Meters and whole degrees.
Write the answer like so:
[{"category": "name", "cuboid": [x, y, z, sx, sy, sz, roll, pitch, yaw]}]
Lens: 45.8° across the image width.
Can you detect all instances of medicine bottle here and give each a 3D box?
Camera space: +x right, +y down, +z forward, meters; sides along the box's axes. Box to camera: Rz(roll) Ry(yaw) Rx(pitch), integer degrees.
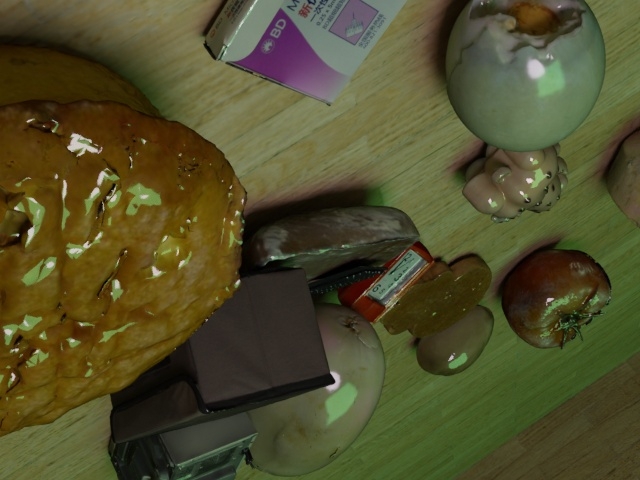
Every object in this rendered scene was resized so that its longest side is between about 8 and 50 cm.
[{"category": "medicine bottle", "cuboid": [0.002, -0.240, 0.734, 0.171, 0.052, 0.201, 12, 124, -50]}]

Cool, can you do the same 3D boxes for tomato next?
[{"category": "tomato", "cuboid": [0.460, 0.118, 1.547, 0.155, 0.181, 0.214, 4, 128, -40]}]

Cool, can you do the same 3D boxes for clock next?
[{"category": "clock", "cuboid": [0.104, 0.054, 1.225, 0.155, 0.061, 0.113, -44, 148, 8]}]

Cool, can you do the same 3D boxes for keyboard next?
[{"category": "keyboard", "cuboid": [0.000, 0.068, 1.092, 0.196, 0.015, 0.074, -21, 169, 33]}]

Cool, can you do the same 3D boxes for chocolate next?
[{"category": "chocolate", "cuboid": [0.000, -0.002, 1.012, 0.253, 0.080, 0.157, -10, 165, -26]}]

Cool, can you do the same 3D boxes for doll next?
[{"category": "doll", "cuboid": [0.317, -0.091, 1.195, 0.154, 0.119, 0.278, -42, 158, 12]}]

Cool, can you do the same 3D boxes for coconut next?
[{"category": "coconut", "cuboid": [0.641, -0.096, 1.389, 0.197, 0.237, 0.237, -16, 144, -21]}]

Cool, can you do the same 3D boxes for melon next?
[{"category": "melon", "cuboid": [-0.026, 0.233, 1.176, 0.223, 0.223, 0.317, -4, 136, -41]}]

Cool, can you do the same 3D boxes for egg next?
[{"category": "egg", "cuboid": [0.238, -0.194, 0.897, 0.183, 0.183, 0.217, -30, 148, -10]}]

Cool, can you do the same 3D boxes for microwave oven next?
[{"category": "microwave oven", "cuboid": [-0.215, 0.312, 1.136, 0.145, 0.194, 0.241, -10, 143, -33]}]

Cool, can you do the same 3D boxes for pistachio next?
[{"category": "pistachio", "cuboid": [0.281, 0.206, 1.565, 0.185, 0.126, 0.108, -37, -168, -4]}]

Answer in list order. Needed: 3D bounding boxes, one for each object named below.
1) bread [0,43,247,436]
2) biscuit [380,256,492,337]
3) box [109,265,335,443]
[{"category": "bread", "cuboid": [-0.257, 0.014, 0.671, 0.398, 0.215, 0.398, -25, 146, -18]}, {"category": "biscuit", "cuboid": [0.211, 0.107, 1.413, 0.288, 0.044, 0.202, 2, 132, -44]}, {"category": "box", "cuboid": [-0.139, 0.144, 0.937, 0.188, 0.153, 0.252, -5, 163, -37]}]
